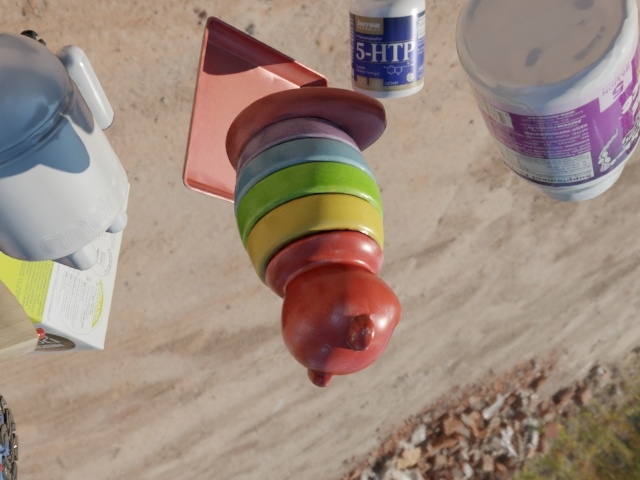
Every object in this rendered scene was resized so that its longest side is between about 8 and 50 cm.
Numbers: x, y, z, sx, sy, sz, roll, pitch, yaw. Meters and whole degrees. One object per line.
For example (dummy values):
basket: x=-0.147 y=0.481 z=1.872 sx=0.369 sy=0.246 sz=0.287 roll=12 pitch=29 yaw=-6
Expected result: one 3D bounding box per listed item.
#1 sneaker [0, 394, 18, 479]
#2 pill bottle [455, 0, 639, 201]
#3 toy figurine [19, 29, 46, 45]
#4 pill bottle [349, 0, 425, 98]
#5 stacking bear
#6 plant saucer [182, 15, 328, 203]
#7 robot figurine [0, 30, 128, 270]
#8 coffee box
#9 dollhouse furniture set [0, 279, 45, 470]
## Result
sneaker: x=-0.310 y=0.226 z=0.660 sx=0.087 sy=0.221 sz=0.083 roll=1 pitch=171 yaw=-16
pill bottle: x=0.260 y=-0.155 z=0.832 sx=0.169 sy=0.169 sz=0.301 roll=-42 pitch=150 yaw=4
toy figurine: x=-0.632 y=-0.300 z=1.458 sx=0.213 sy=0.148 sz=0.209 roll=11 pitch=146 yaw=-17
pill bottle: x=0.098 y=-0.314 z=1.127 sx=0.112 sy=0.112 sz=0.187 roll=-21 pitch=123 yaw=-28
stacking bear: x=0.000 y=0.000 z=0.780 sx=0.164 sy=0.289 sz=0.175 roll=13 pitch=138 yaw=-35
plant saucer: x=-0.102 y=-0.171 z=1.176 sx=0.259 sy=0.047 sz=0.259 roll=17 pitch=75 yaw=-44
robot figurine: x=-0.377 y=-0.114 z=0.972 sx=0.300 sy=0.199 sz=0.353 roll=-62 pitch=150 yaw=-31
coffee box: x=-0.579 y=0.000 z=1.324 sx=0.337 sy=0.338 sz=0.334 roll=-7 pitch=155 yaw=20
dollhouse furniture set: x=-0.263 y=0.049 z=0.409 sx=0.129 sy=0.183 sz=0.129 roll=-17 pitch=144 yaw=-50
